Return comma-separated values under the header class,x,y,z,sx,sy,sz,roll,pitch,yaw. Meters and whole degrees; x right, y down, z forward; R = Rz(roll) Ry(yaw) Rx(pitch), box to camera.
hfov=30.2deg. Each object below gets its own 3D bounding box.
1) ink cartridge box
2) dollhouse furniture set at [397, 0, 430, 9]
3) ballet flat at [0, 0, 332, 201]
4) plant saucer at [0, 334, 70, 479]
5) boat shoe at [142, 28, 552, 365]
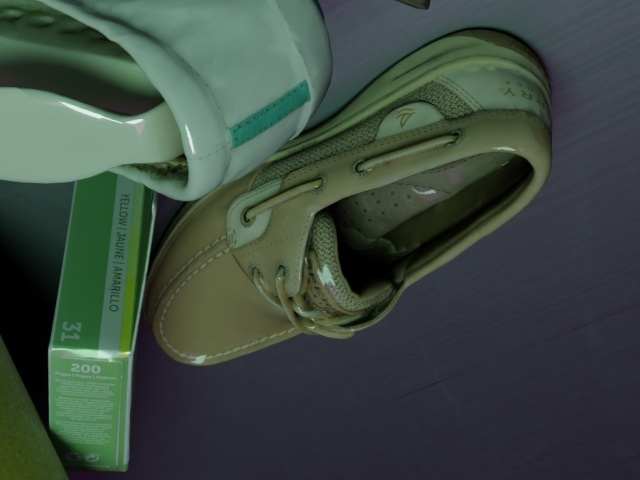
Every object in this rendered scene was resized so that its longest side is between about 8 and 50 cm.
class,x,y,z,sx,sy,sz,roll,pitch,yaw
ink cartridge box,-0.131,0.007,0.730,0.056,0.171,0.235,4,134,-8
dollhouse furniture set,-0.028,-0.212,0.603,0.182,0.101,0.160,12,98,21
ballet flat,-0.193,-0.099,0.577,0.400,0.139,0.139,12,137,21
plant saucer,-0.244,0.156,0.799,0.081,0.332,0.332,-19,155,-28
boat shoe,0.000,0.000,0.759,0.122,0.110,0.341,34,126,-27
